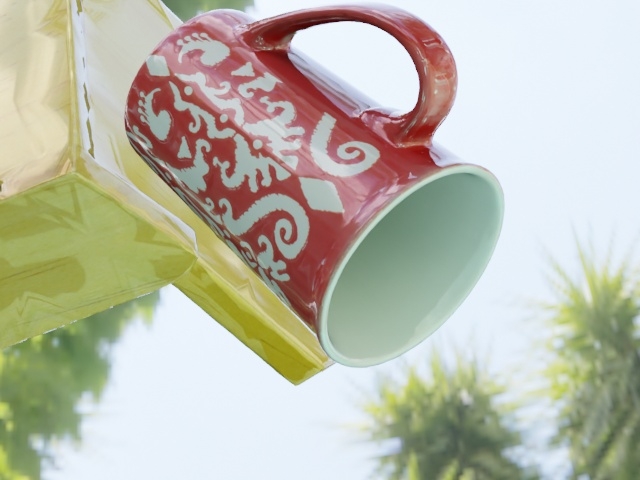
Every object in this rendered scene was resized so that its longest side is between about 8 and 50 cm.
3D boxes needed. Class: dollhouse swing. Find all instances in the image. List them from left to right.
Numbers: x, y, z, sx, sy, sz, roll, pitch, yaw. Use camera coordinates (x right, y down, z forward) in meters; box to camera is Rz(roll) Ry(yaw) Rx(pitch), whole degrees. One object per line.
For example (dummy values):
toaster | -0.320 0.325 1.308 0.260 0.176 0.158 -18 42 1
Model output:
dollhouse swing | -0.191 -0.027 1.407 0.315 0.347 0.305 -22 -48 9

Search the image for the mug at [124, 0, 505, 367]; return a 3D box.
mug | 0.001 -0.046 0.934 0.150 0.169 0.113 -53 -33 5
